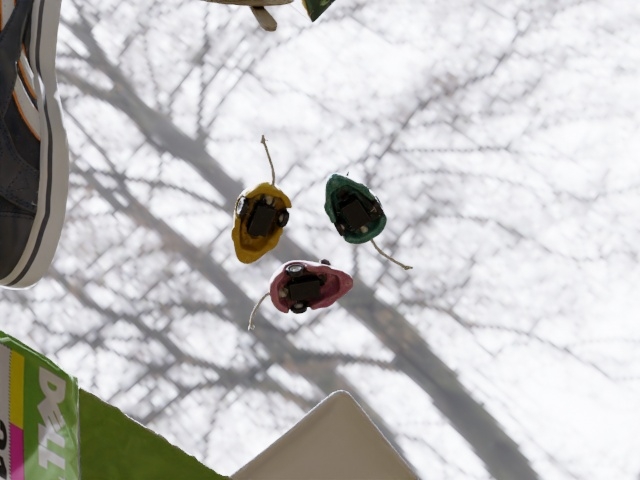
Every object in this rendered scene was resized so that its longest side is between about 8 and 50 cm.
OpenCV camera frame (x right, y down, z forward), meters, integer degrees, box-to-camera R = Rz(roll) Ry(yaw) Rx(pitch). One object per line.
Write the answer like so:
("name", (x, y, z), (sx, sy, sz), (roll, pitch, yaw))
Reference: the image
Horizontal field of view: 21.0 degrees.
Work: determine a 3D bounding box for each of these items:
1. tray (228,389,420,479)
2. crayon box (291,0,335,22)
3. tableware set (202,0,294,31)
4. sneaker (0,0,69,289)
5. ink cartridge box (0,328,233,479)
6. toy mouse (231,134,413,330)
("tray", (0.037, 0.250, 1.352), (0.145, 0.030, 0.270), (-38, -70, 0))
("crayon box", (-0.105, -0.349, 1.461), (0.083, 0.323, 0.203), (-46, -17, -8))
("tableware set", (-0.102, -0.182, 1.244), (0.128, 0.194, 0.039), (-27, -58, -61))
("sneaker", (-0.278, -0.122, 1.371), (0.127, 0.126, 0.321), (7, -105, -40))
("ink cartridge box", (-0.130, 0.120, 0.504), (0.189, 0.097, 0.255), (-37, -52, 22))
("toy mouse", (0.000, 0.000, 1.274), (0.143, 0.031, 0.161), (10, -64, -18))
